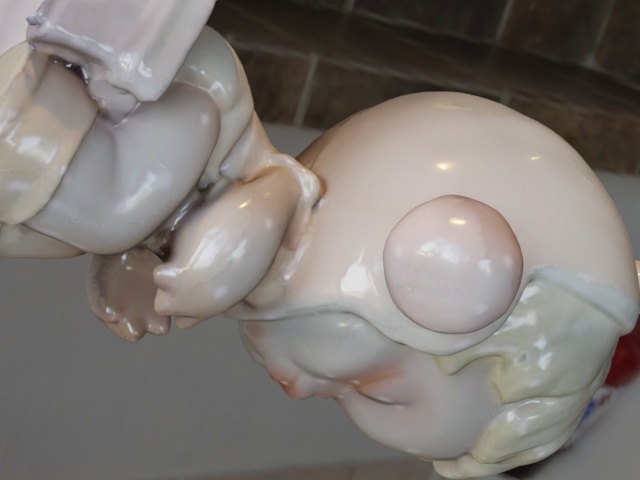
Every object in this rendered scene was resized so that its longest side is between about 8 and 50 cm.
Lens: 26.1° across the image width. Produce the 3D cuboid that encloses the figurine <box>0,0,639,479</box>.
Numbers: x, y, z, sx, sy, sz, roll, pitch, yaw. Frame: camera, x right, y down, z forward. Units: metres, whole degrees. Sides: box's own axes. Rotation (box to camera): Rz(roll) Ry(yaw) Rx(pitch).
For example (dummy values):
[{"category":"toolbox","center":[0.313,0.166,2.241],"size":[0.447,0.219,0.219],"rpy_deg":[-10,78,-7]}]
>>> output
[{"category":"figurine","center":[0.000,-0.007,0.450],"size":[0.256,0.182,0.145],"rpy_deg":[30,50,-26]}]
